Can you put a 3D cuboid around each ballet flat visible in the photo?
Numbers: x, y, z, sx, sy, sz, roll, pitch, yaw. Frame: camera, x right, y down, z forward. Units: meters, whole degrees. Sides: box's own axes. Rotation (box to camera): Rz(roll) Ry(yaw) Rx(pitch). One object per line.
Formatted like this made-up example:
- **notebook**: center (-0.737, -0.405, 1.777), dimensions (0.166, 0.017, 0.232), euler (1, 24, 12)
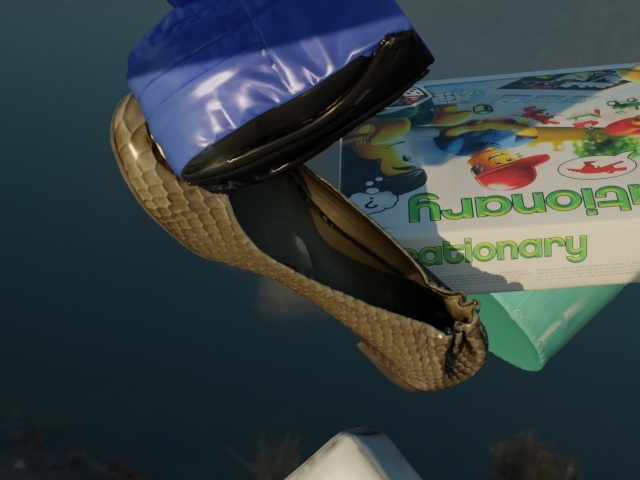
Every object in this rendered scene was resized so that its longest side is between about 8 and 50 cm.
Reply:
- **ballet flat**: center (0.000, 0.000, 0.669), dimensions (0.250, 0.058, 0.084), euler (40, 53, -24)

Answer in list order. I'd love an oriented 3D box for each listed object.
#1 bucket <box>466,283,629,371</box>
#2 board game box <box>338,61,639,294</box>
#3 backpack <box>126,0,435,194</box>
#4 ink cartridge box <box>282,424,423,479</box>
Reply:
- **bucket**: center (0.200, -0.005, 1.386), dimensions (0.281, 0.183, 0.281), euler (41, -11, 9)
- **board game box**: center (0.164, -0.045, 0.828), dimensions (0.306, 0.053, 0.193), euler (-5, 35, 5)
- **backpack**: center (-0.024, -0.082, 0.566), dimensions (0.101, 0.120, 0.098), euler (57, 10, 14)
- **ink cartridge box**: center (0.057, 0.250, 0.358), dimensions (0.371, 0.176, 0.069), euler (52, 6, 15)
